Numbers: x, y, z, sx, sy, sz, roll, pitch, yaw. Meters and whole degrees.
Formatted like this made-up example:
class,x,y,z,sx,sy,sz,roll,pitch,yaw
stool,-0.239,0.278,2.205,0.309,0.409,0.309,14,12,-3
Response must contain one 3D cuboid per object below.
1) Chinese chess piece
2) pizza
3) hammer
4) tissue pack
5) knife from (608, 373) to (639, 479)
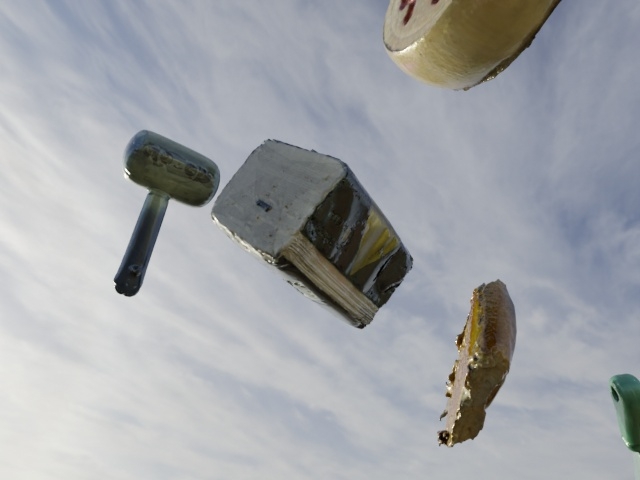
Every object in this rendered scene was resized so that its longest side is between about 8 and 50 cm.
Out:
class,x,y,z,sx,sy,sz,roll,pitch,yaw
Chinese chess piece,0.187,-0.321,0.596,0.112,0.270,0.270,21,-42,-19
pizza,0.219,0.214,0.710,0.071,0.189,0.297,16,-61,9
hammer,-0.195,-0.027,0.575,0.116,0.194,0.069,24,-20,-28
tissue pack,0.000,0.000,1.106,0.264,0.253,0.416,29,-11,40
knife,0.435,0.299,0.663,0.035,0.063,0.260,-16,-76,8
